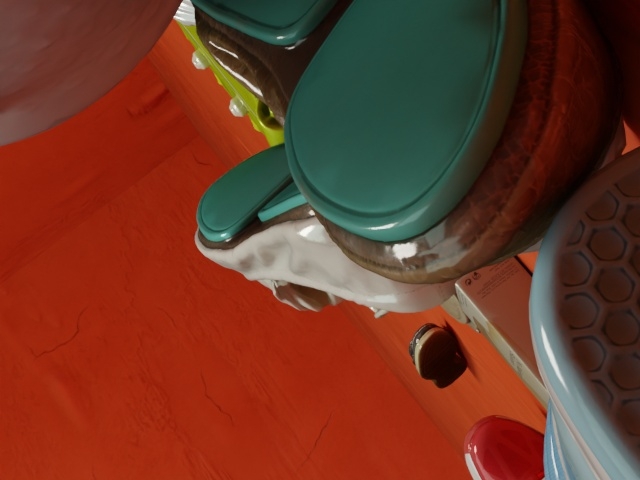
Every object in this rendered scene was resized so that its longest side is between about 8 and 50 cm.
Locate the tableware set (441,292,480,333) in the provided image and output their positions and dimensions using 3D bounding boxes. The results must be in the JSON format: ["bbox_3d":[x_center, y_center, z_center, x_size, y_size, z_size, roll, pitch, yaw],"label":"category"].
[{"bbox_3d":[0.091,0.009,1.041,0.168,0.020,0.141,58,170,-22],"label":"tableware set"}]

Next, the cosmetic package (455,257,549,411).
[{"bbox_3d":[0.135,0.065,0.850,0.115,0.041,0.060,51,176,24],"label":"cosmetic package"}]

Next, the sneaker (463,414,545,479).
[{"bbox_3d":[0.225,0.232,1.183,0.221,0.087,0.128,41,168,-1],"label":"sneaker"}]

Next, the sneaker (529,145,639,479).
[{"bbox_3d":[0.173,0.130,0.397,0.319,0.127,0.208,62,177,18],"label":"sneaker"}]

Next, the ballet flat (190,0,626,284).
[{"bbox_3d":[0.038,-0.058,0.510,0.124,0.116,0.342,33,-174,-26],"label":"ballet flat"}]

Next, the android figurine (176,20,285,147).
[{"bbox_3d":[-0.086,-0.178,1.238,0.248,0.056,0.273,52,174,15],"label":"android figurine"}]

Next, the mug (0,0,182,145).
[{"bbox_3d":[-0.179,-0.153,0.533,0.328,0.276,0.374,109,154,-81],"label":"mug"}]

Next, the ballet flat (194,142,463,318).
[{"bbox_3d":[0.000,0.000,1.036,0.139,0.139,0.400,54,168,-11],"label":"ballet flat"}]

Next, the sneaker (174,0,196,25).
[{"bbox_3d":[-0.088,-0.205,0.754,0.232,0.090,0.115,41,153,31],"label":"sneaker"}]

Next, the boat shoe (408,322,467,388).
[{"bbox_3d":[0.118,0.120,1.489,0.049,0.056,0.152,45,174,26],"label":"boat shoe"}]

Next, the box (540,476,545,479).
[{"bbox_3d":[0.188,0.259,0.943,0.119,0.181,0.182,55,176,-22],"label":"box"}]
